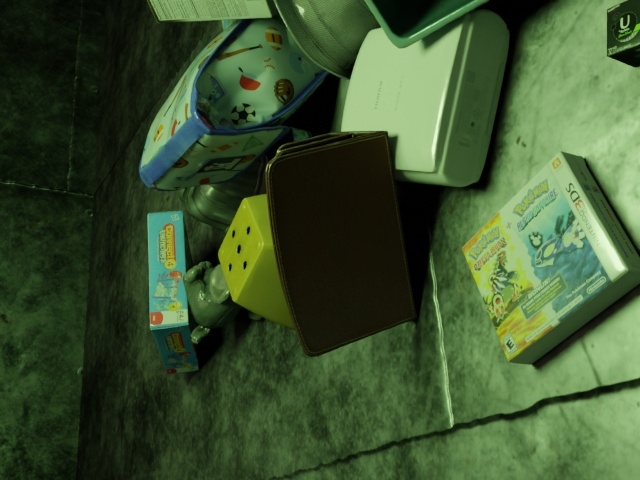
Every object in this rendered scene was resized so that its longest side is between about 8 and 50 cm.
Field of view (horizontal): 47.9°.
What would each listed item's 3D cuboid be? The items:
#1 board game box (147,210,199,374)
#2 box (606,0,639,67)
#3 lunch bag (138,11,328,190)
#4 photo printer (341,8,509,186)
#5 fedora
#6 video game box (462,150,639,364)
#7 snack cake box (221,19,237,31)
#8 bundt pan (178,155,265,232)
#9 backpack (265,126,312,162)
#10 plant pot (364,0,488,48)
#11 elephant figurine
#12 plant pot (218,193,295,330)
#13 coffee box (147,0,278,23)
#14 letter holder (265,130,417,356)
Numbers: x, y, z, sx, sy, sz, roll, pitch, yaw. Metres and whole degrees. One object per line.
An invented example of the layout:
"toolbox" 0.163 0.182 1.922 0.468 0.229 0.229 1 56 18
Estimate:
"board game box" -0.363 0.134 1.789 0.302 0.086 0.308 98 165 -60
"box" 0.375 -0.243 0.816 0.083 0.052 0.062 -13 70 59
"lunch bag" -0.184 -0.274 1.470 0.328 0.239 0.385 -29 18 53
"photo printer" 0.143 -0.220 1.145 0.308 0.107 0.255 17 96 59
"fedora" 0.039 -0.415 1.274 0.124 0.275 0.243 -28 81 25
"video game box" 0.281 0.024 0.902 0.205 0.048 0.187 -52 38 39
"snack cake box" -0.162 -0.573 1.705 0.089 0.152 0.264 109 154 -51
"bundt pan" -0.264 -0.190 1.810 0.331 0.124 0.330 -24 62 56
"backpack" -0.054 -0.173 1.485 0.114 0.084 0.105 -50 39 46
"plant pot" 0.172 -0.472 1.007 0.248 0.247 0.252 -22 27 36
"elephant figurine" -0.180 0.095 1.571 0.240 0.169 0.185 -17 95 40
"plant pot" -0.071 0.029 1.353 0.212 0.187 0.212 -61 35 29
"coffee box" -0.185 -0.512 1.384 0.297 0.118 0.168 9 47 34
"letter holder" 0.000 0.000 1.113 0.152 0.215 0.301 14 118 60
